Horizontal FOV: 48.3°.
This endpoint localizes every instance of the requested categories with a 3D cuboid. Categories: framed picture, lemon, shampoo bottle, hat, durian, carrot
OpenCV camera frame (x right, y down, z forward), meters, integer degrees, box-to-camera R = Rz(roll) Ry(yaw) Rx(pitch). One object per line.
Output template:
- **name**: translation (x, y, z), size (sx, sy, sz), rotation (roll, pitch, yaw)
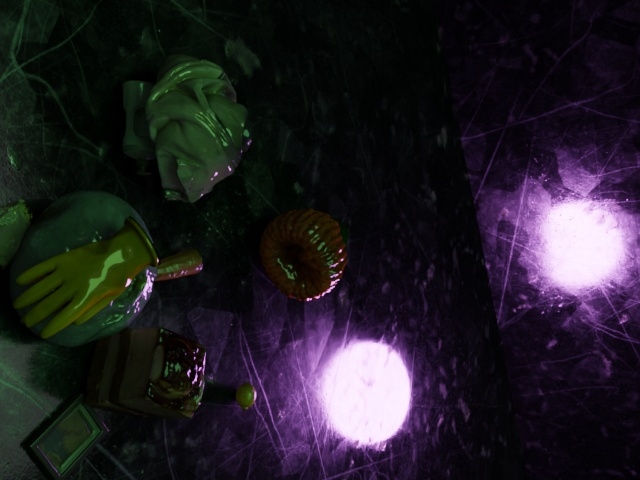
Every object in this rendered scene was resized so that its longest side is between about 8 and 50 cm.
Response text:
- **framed picture**: translation (-0.584, 0.458, 1.656), size (0.168, 0.023, 0.128), rotation (-50, 125, -43)
- **lemon**: translation (-0.221, 0.462, 2.114), size (0.062, 0.062, 0.083), rotation (22, 67, -50)
- **shampoo bottle**: translation (-0.459, -0.285, 1.845), size (0.118, 0.087, 0.234), rotation (8, 80, -63)
- **hat**: translation (0.000, 0.000, 2.298), size (0.400, 0.285, 0.285), rotation (-42, 119, -51)
- **durian**: translation (-0.693, -0.003, 1.493), size (0.224, 0.078, 0.140), rotation (-56, 162, -61)
- **carrot**: translation (-0.413, 0.073, 1.900), size (0.205, 0.072, 0.072), rotation (-14, 98, -47)

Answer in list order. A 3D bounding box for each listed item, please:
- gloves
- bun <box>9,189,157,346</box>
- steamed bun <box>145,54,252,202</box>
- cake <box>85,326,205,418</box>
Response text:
- **gloves**: translation (-0.479, 0.076, 1.436), size (0.294, 0.116, 0.133), rotation (-35, 82, -23)
- **bun**: translation (-0.513, 0.066, 1.607), size (0.362, 0.211, 0.362), rotation (-15, 109, -50)
- **steamed bun**: translation (-0.292, -0.292, 1.857), size (0.346, 0.237, 0.394), rotation (14, 75, -81)
- **cake**: translation (-0.390, 0.313, 1.704), size (0.199, 0.293, 0.196), rotation (36, 52, -46)
